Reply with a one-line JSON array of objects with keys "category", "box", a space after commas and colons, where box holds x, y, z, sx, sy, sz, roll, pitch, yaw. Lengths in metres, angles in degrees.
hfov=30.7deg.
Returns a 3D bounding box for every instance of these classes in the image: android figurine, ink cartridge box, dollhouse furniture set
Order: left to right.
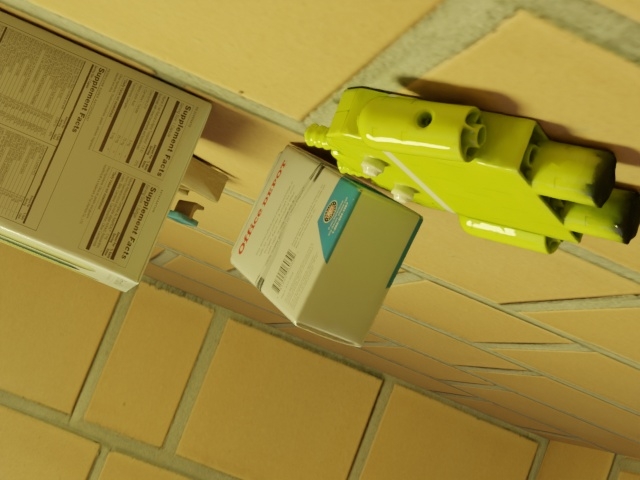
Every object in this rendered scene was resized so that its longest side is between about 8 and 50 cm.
[{"category": "dollhouse furniture set", "box": [-0.241, -0.059, 1.501, 0.129, 0.129, 0.184, 29, 169, -38]}, {"category": "ink cartridge box", "box": [0.000, 0.000, 1.132, 0.082, 0.139, 0.191, 23, -173, -26]}, {"category": "android figurine", "box": [0.115, -0.057, 0.947, 0.273, 0.056, 0.248, 14, 169, 31]}]

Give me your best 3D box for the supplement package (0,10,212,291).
[{"category": "supplement package", "box": [-0.279, -0.087, 1.203, 0.263, 0.198, 0.199, 23, 170, -10]}]
